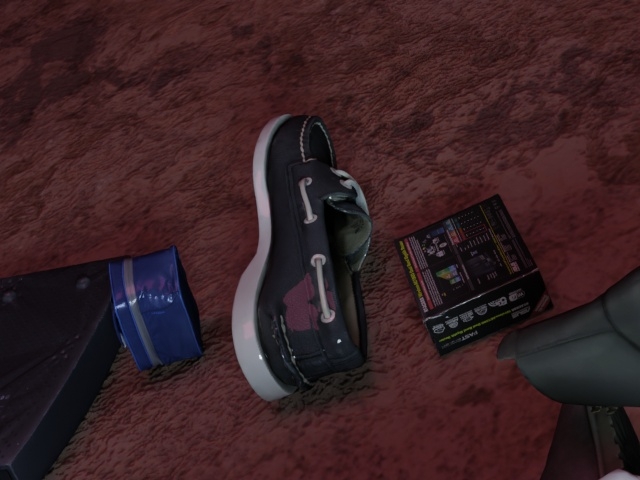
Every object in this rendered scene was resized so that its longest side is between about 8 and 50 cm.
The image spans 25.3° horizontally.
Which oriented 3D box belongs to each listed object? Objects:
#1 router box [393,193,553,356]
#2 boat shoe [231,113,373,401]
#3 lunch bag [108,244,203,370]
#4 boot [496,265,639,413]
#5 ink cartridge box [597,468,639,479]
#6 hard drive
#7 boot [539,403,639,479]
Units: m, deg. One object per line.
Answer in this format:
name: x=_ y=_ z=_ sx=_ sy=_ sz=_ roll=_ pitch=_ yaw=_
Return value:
router box: x=0.113 y=0.024 z=1.074 sx=0.092 sy=0.038 sz=0.122 roll=-23 pitch=30 yaw=5
boat shoe: x=0.000 y=0.000 z=1.139 sx=0.091 sy=0.114 sz=0.302 roll=-17 pitch=44 yaw=19
lunch bag: x=-0.137 y=0.059 z=1.162 sx=0.065 sy=0.098 sz=0.067 roll=-13 pitch=41 yaw=1
boot: x=0.211 y=0.079 z=0.798 sx=0.137 sy=0.198 sz=0.076 roll=-29 pitch=30 yaw=41
ink cartridge box: x=0.085 y=0.251 z=0.570 sx=0.289 sy=0.121 sz=0.211 roll=-24 pitch=43 yaw=-24
hard drive: x=-0.259 y=0.118 z=1.204 sx=0.172 sy=0.054 sz=0.254 roll=-10 pitch=34 yaw=26
boot: x=0.090 y=0.171 z=0.850 sx=0.209 sy=0.076 sz=0.189 roll=-23 pitch=28 yaw=20
